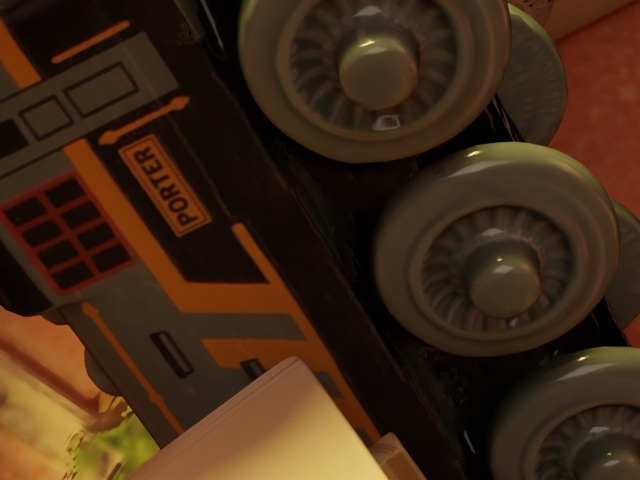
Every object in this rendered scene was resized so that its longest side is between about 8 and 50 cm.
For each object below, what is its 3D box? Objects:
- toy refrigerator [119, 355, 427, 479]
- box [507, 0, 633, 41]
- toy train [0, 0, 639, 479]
[{"bbox_3d":[0.046,0.170,0.559,0.094,0.102,0.269,-37,116,-2],"label":"toy refrigerator"},{"bbox_3d":[0.014,-0.193,0.725,0.231,0.127,0.262,-27,73,2],"label":"box"},{"bbox_3d":[0.000,0.000,0.599,0.190,0.334,0.142,-24,34,13],"label":"toy train"}]
